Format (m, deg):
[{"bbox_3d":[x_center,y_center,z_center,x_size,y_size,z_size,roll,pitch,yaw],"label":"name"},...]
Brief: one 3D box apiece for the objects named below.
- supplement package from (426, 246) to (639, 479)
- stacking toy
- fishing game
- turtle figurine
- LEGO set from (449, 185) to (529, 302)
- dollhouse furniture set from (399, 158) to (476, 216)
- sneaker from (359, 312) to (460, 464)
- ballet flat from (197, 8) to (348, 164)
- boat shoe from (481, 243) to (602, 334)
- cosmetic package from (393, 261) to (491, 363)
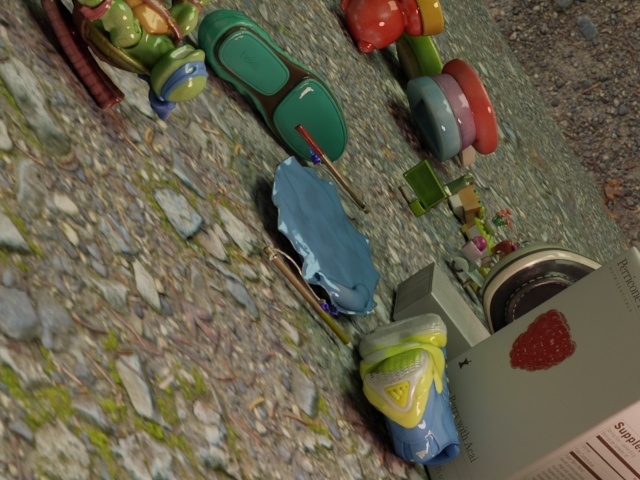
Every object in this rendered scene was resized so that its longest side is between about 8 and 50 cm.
[{"bbox_3d":[0.264,0.180,1.814,0.175,0.293,0.177,42,20,-42],"label":"supplement package"},{"bbox_3d":[0.139,-0.237,2.692,0.279,0.130,0.309,95,-30,-73],"label":"stacking toy"},{"bbox_3d":[0.000,0.000,1.854,0.189,0.041,0.264,48,26,-26],"label":"fishing game"},{"bbox_3d":[-0.162,-0.270,1.544,0.266,0.198,0.275,44,-31,19],"label":"turtle figurine"},{"bbox_3d":[0.255,0.001,2.472,0.132,0.107,0.287,52,16,-14],"label":"LEGO set"},{"bbox_3d":[0.152,-0.078,2.379,0.059,0.076,0.151,58,17,3],"label":"dollhouse furniture set"},{"bbox_3d":[0.091,0.156,1.775,0.240,0.091,0.126,-52,126,-74],"label":"sneaker"},{"bbox_3d":[-0.053,-0.180,1.977,0.247,0.083,0.087,44,6,-44],"label":"ballet flat"},{"bbox_3d":[0.381,0.196,2.339,0.500,0.186,0.156,53,10,-31],"label":"boat shoe"},{"bbox_3d":[0.175,0.147,2.039,0.239,0.060,0.099,53,19,-13],"label":"cosmetic package"}]
